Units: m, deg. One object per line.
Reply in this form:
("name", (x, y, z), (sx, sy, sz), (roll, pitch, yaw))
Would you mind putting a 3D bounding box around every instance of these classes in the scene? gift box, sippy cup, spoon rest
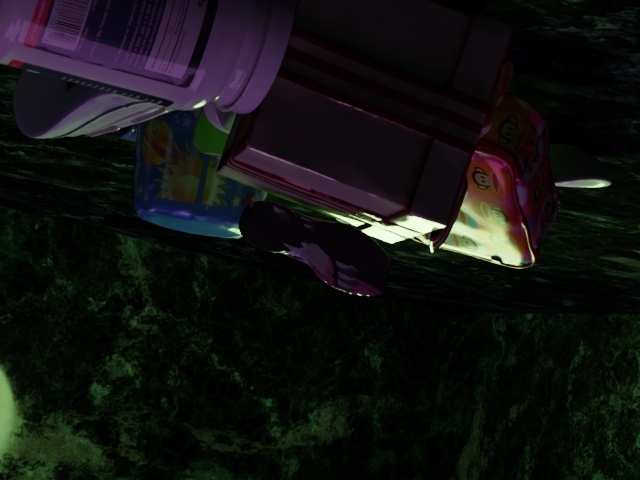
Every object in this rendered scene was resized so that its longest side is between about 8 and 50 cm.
("gift box", (0.055, -0.147, 1.662), (0.258, 0.255, 0.276), (21, 176, -9))
("sippy cup", (-0.154, -0.125, 2.090), (0.240, 0.224, 0.305), (5, 170, 28))
("spoon rest", (0.312, -0.106, 2.163), (0.137, 0.084, 0.276), (4, 169, 37))

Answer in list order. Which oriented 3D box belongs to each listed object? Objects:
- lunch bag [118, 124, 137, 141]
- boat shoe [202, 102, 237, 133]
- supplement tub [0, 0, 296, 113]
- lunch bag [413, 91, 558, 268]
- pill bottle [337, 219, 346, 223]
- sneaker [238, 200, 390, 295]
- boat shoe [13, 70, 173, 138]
("lunch bag", (-0.252, -0.184, 2.241), (0.065, 0.098, 0.067), (11, 167, -27))
("boat shoe", (-0.067, -0.188, 1.826), (0.088, 0.096, 0.267), (15, -154, 31))
("supplement tub", (-0.179, -0.234, 1.477), (0.272, 0.191, 0.191), (13, 171, -21))
("lunch bag", (0.173, -0.096, 2.026), (0.258, 0.120, 0.293), (17, 153, 25))
("pill bottle", (0.121, -0.080, 2.451), (0.208, 0.117, 0.118), (3, 170, 38))
("sneaker", (0.000, 0.000, 1.716), (0.178, 0.072, 0.077), (29, -172, 4))
("boat shoe", (-0.202, -0.200, 1.842), (0.367, 0.135, 0.156), (-23, 163, 40))
